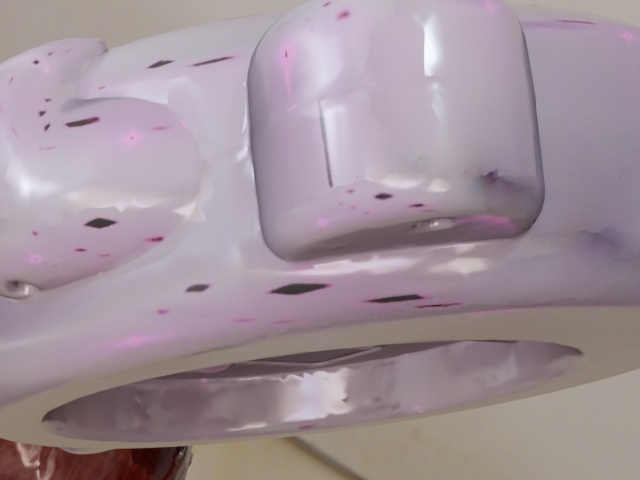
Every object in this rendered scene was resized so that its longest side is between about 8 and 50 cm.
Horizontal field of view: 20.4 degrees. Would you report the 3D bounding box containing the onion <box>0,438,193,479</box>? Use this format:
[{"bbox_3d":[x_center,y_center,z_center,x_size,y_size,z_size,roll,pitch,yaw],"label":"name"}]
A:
[{"bbox_3d":[-0.232,0.122,1.705,0.347,0.285,0.347,37,40,-39],"label":"onion"}]

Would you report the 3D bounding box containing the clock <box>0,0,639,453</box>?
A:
[{"bbox_3d":[0.000,0.000,0.635,0.295,0.322,0.113,6,73,-43],"label":"clock"}]
